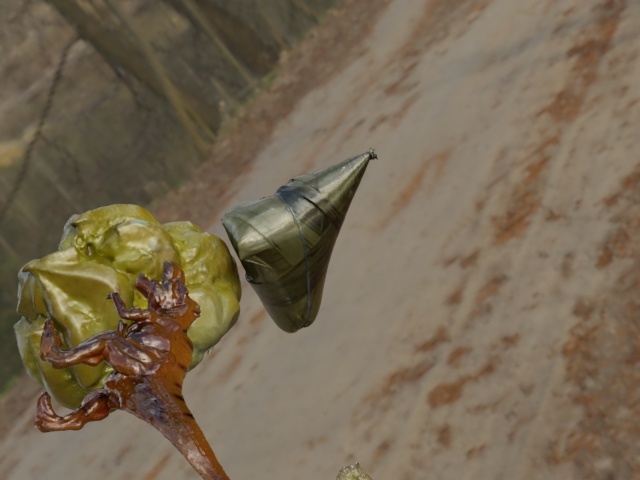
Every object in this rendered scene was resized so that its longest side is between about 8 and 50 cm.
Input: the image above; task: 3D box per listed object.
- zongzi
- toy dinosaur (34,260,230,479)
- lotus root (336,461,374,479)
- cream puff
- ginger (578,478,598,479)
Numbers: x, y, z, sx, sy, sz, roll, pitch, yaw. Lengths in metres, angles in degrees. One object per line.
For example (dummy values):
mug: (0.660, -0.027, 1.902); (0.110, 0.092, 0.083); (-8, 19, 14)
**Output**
zongzi: (0.000, 0.000, 1.884); (0.242, 0.221, 0.112); (-31, 43, -8)
toy dinosaur: (-0.215, 0.162, 1.447); (0.208, 0.097, 0.432); (-5, 35, -7)
lotus root: (0.037, 0.434, 1.584); (0.141, 0.169, 0.314); (-99, 17, -78)
cream puff: (-0.283, 0.067, 1.817); (0.324, 0.257, 0.291); (-41, 27, -20)
ginger: (0.406, 0.377, 1.797); (0.165, 0.096, 0.067); (30, 73, 34)
